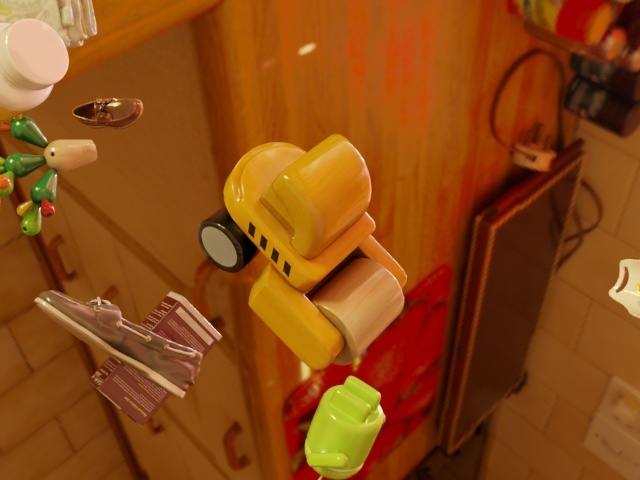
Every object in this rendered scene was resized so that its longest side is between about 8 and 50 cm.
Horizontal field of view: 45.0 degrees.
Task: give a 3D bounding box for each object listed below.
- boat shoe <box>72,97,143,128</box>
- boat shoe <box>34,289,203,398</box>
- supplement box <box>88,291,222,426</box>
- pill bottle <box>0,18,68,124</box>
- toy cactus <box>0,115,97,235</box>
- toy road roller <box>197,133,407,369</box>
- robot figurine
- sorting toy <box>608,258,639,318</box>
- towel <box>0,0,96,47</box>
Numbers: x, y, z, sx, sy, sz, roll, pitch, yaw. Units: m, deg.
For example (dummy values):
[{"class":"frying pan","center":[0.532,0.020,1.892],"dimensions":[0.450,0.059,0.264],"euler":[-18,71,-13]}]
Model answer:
[{"class":"boat shoe","center":[-0.461,-0.276,1.669],"dimensions":[0.060,0.178,0.064],"euler":[13,78,-59]},{"class":"boat shoe","center":[-0.355,0.167,1.397],"dimensions":[0.335,0.112,0.095],"euler":[41,67,-29]},{"class":"supplement box","center":[-0.328,0.235,1.547],"dimensions":[0.239,0.073,0.130],"euler":[-48,118,-19]},{"class":"pill bottle","center":[-0.239,-0.122,0.571],"dimensions":[0.065,0.116,0.065],"euler":[17,68,-47]},{"class":"toy cactus","center":[-0.424,-0.124,1.143],"dimensions":[0.181,0.218,0.112],"euler":[-17,166,-30]},{"class":"toy road roller","center":[0.000,0.000,1.122],"dimensions":[0.202,0.329,0.240],"euler":[-41,178,-37]},{"class":"robot figurine","center":[0.023,0.196,0.795],"dimensions":[0.101,0.067,0.115],"euler":[-35,149,-56]},{"class":"sorting toy","center":[0.420,0.059,1.019],"dimensions":[0.045,0.075,0.083],"euler":[18,93,-39]},{"class":"towel","center":[-0.534,-0.439,1.136],"dimensions":[0.090,0.375,0.320],"euler":[-78,166,-66]}]
